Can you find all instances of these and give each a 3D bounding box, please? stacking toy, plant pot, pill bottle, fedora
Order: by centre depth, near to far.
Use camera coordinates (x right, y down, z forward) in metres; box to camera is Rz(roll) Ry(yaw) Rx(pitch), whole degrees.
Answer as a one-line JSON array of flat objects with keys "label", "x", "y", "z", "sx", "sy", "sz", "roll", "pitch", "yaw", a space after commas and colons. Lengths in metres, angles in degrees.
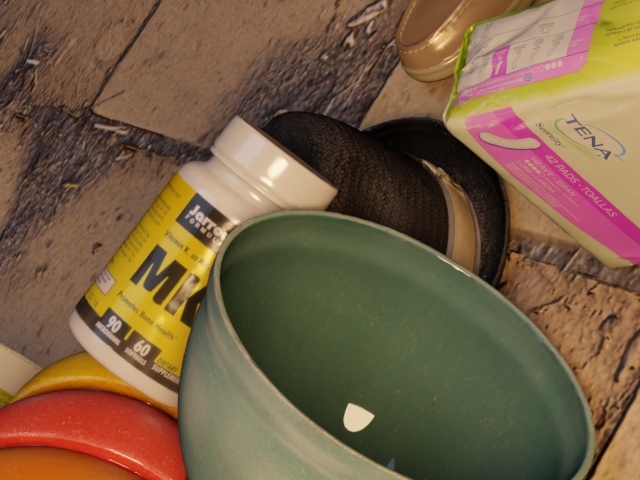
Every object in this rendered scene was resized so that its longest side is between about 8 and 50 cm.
[{"label": "plant pot", "x": 0.018, "y": 0.144, "z": 1.232, "sx": 0.196, "sy": 0.293, "sz": 0.293, "roll": -59, "pitch": 28, "yaw": 29}, {"label": "pill bottle", "x": -0.088, "y": 0.015, "z": 1.330, "sx": 0.208, "sy": 0.119, "sz": 0.119, "roll": -53, "pitch": 34, "yaw": 4}, {"label": "stacking toy", "x": -0.174, "y": 0.211, "z": 1.426, "sx": 0.351, "sy": 0.350, "sz": 0.480, "roll": -30, "pitch": 21, "yaw": 30}, {"label": "fedora", "x": 0.000, "y": 0.000, "z": 1.467, "sx": 0.334, "sy": 0.152, "sz": 0.334, "roll": -31, "pitch": 39, "yaw": 29}]

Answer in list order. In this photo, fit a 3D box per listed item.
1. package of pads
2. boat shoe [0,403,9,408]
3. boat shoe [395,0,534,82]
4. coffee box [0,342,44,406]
[{"label": "package of pads", "x": 0.256, "y": -0.087, "z": 1.179, "sx": 0.297, "sy": 0.229, "sz": 0.101, "roll": -11, "pitch": 52, "yaw": 44}, {"label": "boat shoe", "x": -0.303, "y": 0.177, "z": 1.456, "sx": 0.040, "sy": 0.049, "sz": 0.142, "roll": 19, "pitch": 35, "yaw": 23}, {"label": "boat shoe", "x": 0.158, "y": -0.304, "z": 1.595, "sx": 0.122, "sy": 0.110, "sz": 0.341, "roll": 20, "pitch": 75, "yaw": 55}, {"label": "coffee box", "x": -0.436, "y": 0.264, "z": 1.569, "sx": 0.338, "sy": 0.338, "sz": 0.334, "roll": -20, "pitch": 46, "yaw": 41}]
